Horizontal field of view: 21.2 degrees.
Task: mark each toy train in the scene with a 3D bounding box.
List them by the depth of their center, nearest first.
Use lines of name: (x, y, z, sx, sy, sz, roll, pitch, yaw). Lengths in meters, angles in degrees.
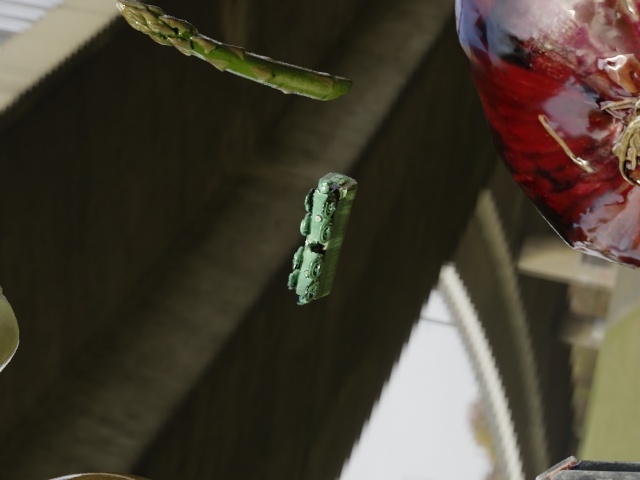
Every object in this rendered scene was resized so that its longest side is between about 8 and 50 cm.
toy train: (0.000, 0.000, 1.854, 0.071, 0.038, 0.148, -28, -44, -60)

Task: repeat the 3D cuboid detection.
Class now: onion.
onion: (0.187, -0.107, 0.981, 0.221, 0.281, 0.281, -38, 3, 22)

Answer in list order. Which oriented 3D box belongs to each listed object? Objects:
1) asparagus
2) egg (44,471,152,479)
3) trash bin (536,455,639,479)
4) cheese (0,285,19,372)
asparagus: (-0.064, -0.145, 1.360, 0.027, 0.236, 0.034, -42, 50, 31)
egg: (-0.208, 0.329, 1.489, 0.322, 0.250, 0.250, -32, -46, -57)
trash bin: (0.273, 0.300, 1.376, 0.238, 0.184, 0.161, 57, -133, -30)
cheese: (-0.388, 0.146, 1.557, 0.266, 0.127, 0.233, -50, -5, 19)
